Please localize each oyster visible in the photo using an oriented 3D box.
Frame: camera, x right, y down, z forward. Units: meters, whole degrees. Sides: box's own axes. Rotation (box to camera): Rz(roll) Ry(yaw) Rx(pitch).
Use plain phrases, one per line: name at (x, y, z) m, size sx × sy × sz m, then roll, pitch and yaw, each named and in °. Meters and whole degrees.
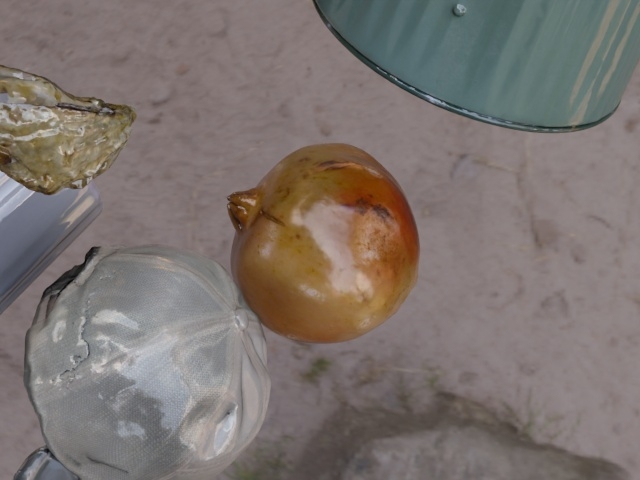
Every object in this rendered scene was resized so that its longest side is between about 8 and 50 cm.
oyster at (-0.111, -0.043, 0.449) m, size 0.083 × 0.081 × 0.038 m, roll 16°, pitch 106°, yaw -2°

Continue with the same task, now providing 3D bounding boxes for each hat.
hat at (-0.118, 0.136, 0.898) m, size 0.232 × 0.161 × 0.275 m, roll -47°, pitch 143°, yaw -61°

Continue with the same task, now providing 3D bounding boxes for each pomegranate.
pomegranate at (0.004, 0.004, 1.287) m, size 0.209 × 0.209 × 0.209 m, roll 0°, pitch 90°, yaw -29°

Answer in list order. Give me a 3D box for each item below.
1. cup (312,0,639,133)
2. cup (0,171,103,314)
cup at (0.150, -0.339, 1.079) m, size 0.401 × 0.392 × 0.310 m, roll 23°, pitch 36°, yaw 1°
cup at (-0.303, -0.030, 0.951) m, size 0.221 × 0.167 × 0.202 m, roll 43°, pitch 75°, yaw 11°
